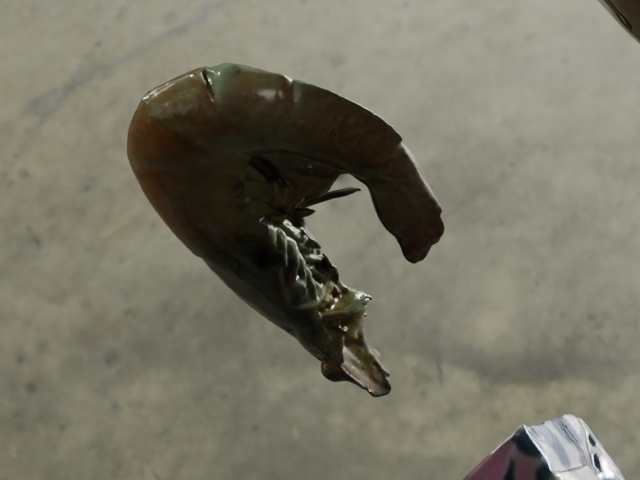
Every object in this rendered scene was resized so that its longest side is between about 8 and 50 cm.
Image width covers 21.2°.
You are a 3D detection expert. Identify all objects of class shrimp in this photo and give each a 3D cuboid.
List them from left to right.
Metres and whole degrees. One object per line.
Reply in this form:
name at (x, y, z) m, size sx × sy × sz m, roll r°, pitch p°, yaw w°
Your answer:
shrimp at (-0.001, 0.002, 0.879) m, size 0.144 × 0.251 × 0.052 m, roll -9°, pitch 51°, yaw 27°

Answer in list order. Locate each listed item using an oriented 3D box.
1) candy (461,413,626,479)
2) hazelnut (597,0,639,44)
candy at (0.072, 0.157, 0.735) m, size 0.160 × 0.073 × 0.092 m, roll -48°, pitch 68°, yaw 27°
hazelnut at (0.155, -0.146, 0.466) m, size 0.212 × 0.181 × 0.181 m, roll 14°, pitch 55°, yaw -20°
